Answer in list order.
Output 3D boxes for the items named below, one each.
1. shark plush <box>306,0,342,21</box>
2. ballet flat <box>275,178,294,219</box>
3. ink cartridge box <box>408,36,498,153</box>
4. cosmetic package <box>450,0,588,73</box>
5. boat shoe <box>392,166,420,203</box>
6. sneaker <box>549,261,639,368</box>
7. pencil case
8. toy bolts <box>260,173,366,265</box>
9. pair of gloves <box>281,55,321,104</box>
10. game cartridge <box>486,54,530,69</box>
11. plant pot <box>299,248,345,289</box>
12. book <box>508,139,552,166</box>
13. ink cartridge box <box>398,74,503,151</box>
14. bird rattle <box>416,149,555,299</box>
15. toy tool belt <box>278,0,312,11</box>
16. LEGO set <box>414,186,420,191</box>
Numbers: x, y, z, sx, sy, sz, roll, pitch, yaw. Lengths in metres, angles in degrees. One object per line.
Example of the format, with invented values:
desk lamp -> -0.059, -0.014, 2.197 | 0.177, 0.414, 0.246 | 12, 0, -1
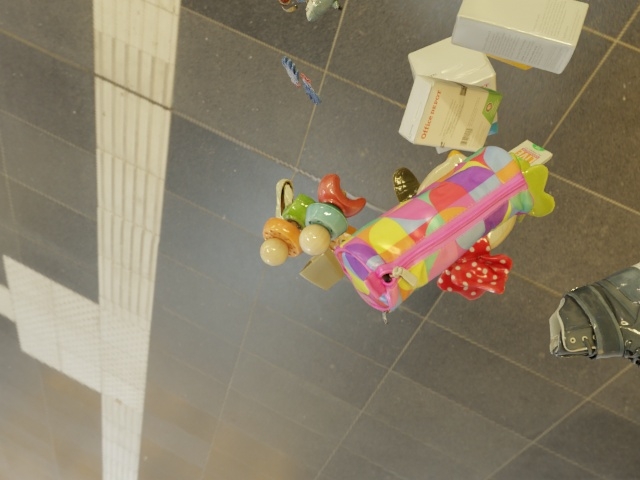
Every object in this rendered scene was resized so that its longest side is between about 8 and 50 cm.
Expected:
shark plush -> 0.040, -0.591, 1.227 | 0.161, 0.073, 0.067 | -8, 89, 11
ballet flat -> -0.093, -0.086, 1.362 | 0.052, 0.057, 0.168 | -8, 89, 63
ink cartridge box -> 0.405, -0.442, 1.513 | 0.198, 0.197, 0.270 | -19, 151, 12
cosmetic package -> 0.393, -0.430, 0.999 | 0.231, 0.117, 0.085 | 21, 161, 12
boat shoe -> 0.276, -0.111, 1.503 | 0.080, 0.073, 0.223 | -27, 91, -1
sneaker -> 0.389, 0.153, 0.628 | 0.164, 0.226, 0.086 | -19, 154, 2
pencil case -> 0.129, -0.012, 0.563 | 0.104, 0.236, 0.104 | 49, 164, 19
toy bolts -> 0.000, 0.000, 1.021 | 0.218, 0.158, 0.228 | 36, 150, -9
pair of gloves -> -0.066, -0.575, 1.809 | 0.198, 0.023, 0.159 | 46, 177, 17
game cartridge -> 0.540, -0.684, 1.462 | 0.053, 0.285, 0.323 | -25, 126, -3
plant pot -> 0.019, 0.083, 1.505 | 0.109, 0.109, 0.096 | -40, 95, 27
book -> 0.644, -0.255, 1.571 | 0.096, 0.144, 0.035 | 40, 150, 31
ink cartridge box -> 0.332, -0.325, 1.288 | 0.220, 0.092, 0.160 | 3, 119, -23
bird rattle -> 0.256, -0.036, 0.836 | 0.207, 0.143, 0.253 | 35, 103, 16
toy tool belt -> -0.025, -0.378, 0.746 | 0.083, 0.051, 0.052 | -20, 102, 3
LEGO set -> 0.207, -0.076, 0.933 | 0.054, 0.083, 0.023 | -17, 130, 18
